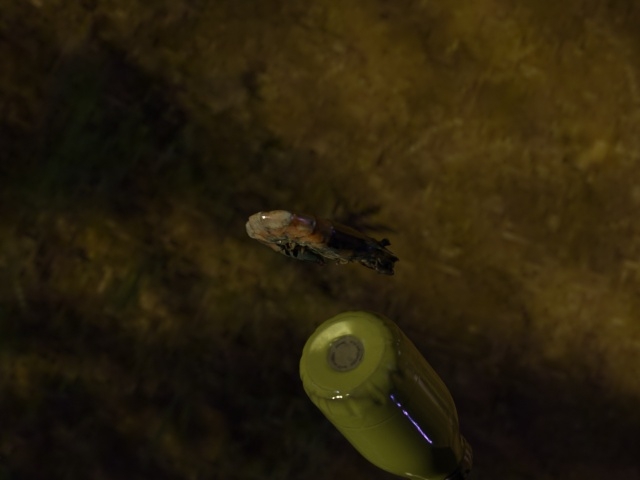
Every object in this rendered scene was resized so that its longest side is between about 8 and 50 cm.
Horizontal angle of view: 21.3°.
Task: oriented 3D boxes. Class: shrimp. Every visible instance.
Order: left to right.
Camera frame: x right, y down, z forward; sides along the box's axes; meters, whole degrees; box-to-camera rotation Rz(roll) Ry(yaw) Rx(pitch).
[{"bbox_3d":[0.000,0.000,1.633,0.161,0.034,0.091,19,160,-29],"label":"shrimp"}]

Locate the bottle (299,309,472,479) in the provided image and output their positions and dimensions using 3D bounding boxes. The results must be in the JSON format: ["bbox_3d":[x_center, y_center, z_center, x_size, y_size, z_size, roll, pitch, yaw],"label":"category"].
[{"bbox_3d":[0.078,0.173,1.706,0.112,0.112,0.260,3,150,31],"label":"bottle"}]
